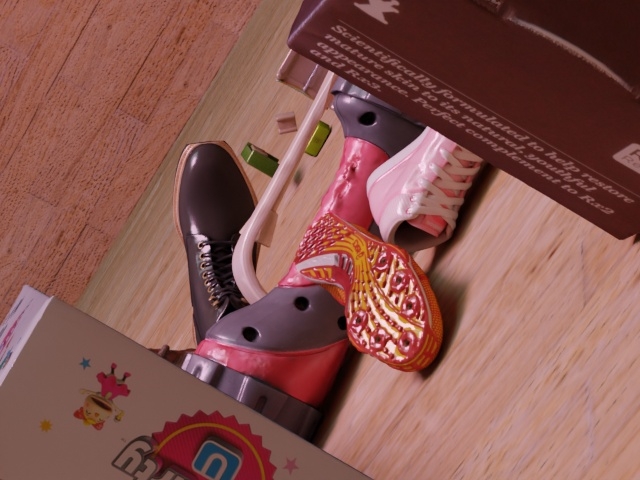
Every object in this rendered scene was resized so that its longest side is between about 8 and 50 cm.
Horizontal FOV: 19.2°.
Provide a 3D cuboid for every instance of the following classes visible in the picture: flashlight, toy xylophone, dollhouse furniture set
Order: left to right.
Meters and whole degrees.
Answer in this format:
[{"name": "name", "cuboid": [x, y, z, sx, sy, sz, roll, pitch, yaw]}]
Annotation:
[{"name": "dollhouse furniture set", "cuboid": [-0.022, -0.135, 1.890, 0.151, 0.076, 0.058, -60, 10, 7]}, {"name": "flashlight", "cuboid": [0.000, 0.000, 1.283, 0.304, 0.103, 0.103, -67, -24, -6]}, {"name": "toy xylophone", "cuboid": [0.021, -0.072, 1.467, 0.322, 0.081, 0.236, -61, 4, 3]}]

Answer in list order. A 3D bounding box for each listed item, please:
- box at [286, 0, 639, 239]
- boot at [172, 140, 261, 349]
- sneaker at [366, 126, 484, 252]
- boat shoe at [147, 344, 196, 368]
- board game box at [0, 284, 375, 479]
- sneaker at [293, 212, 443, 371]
[{"name": "box", "cuboid": [0.158, -0.214, 0.870, 0.381, 0.191, 0.143, -64, 10, -22]}, {"name": "boot", "cuboid": [-0.078, 0.019, 1.587, 0.137, 0.077, 0.198, -128, 28, -79]}, {"name": "sneaker", "cuboid": [0.082, -0.042, 1.190, 0.134, 0.051, 0.070, -43, 35, 31]}, {"name": "boat shoe", "cuboid": [-0.154, 0.137, 1.659, 0.123, 0.116, 0.324, -61, 10, -2]}, {"name": "board game box", "cuboid": [-0.086, 0.122, 1.051, 0.097, 0.224, 0.303, -60, 10, -6]}, {"name": "sneaker", "cuboid": [0.043, 0.031, 1.150, 0.064, 0.067, 0.175, -56, 27, 10]}]
